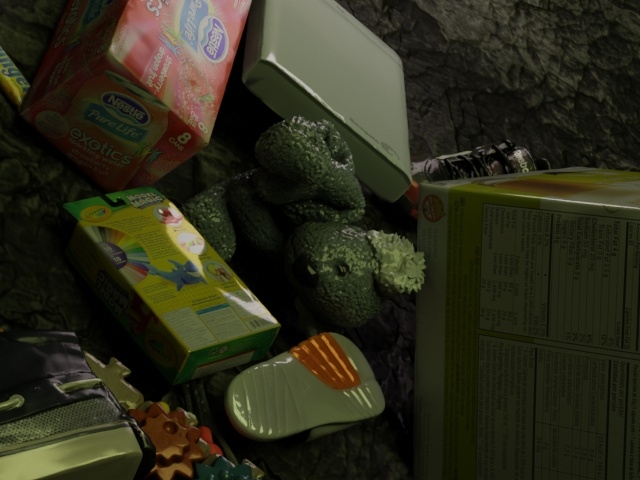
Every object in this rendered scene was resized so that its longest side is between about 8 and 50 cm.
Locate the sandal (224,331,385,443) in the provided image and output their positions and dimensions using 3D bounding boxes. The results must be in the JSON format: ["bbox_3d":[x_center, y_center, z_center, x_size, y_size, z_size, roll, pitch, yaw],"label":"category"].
[{"bbox_3d":[-0.033,0.161,1.892,0.265,0.076,0.102,-7,68,-55],"label":"sandal"}]

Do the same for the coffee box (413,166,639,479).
[{"bbox_3d":[0.331,0.104,2.019,0.338,0.334,0.338,-9,103,-51],"label":"coffee box"}]

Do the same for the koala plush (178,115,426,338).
[{"bbox_3d":[0.000,0.000,1.987,0.221,0.196,0.203,54,24,10],"label":"koala plush"}]

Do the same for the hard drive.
[{"bbox_3d":[0.010,-0.206,2.220,0.233,0.047,0.353,39,23,-18],"label":"hard drive"}]

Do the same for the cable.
[{"bbox_3d":[-0.123,0.155,1.798,0.139,0.072,0.287,26,43,-19],"label":"cable"}]

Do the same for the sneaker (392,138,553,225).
[{"bbox_3d":[0.195,-0.075,2.311,0.276,0.135,0.097,7,57,-44],"label":"sneaker"}]

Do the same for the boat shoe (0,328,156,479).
[{"bbox_3d":[-0.317,0.172,1.520,0.340,0.127,0.158,-8,50,-36],"label":"boat shoe"}]

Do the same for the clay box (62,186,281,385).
[{"bbox_3d":[-0.157,0.040,1.836,0.127,0.053,0.222,-13,51,-44],"label":"clay box"}]

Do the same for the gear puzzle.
[{"bbox_3d":[-0.200,0.176,1.654,0.339,0.044,0.175,37,49,6],"label":"gear puzzle"}]

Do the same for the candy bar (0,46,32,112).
[{"bbox_3d":[-0.344,-0.196,1.915,0.161,0.018,0.040,53,35,1],"label":"candy bar"}]

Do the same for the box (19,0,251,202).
[{"bbox_3d":[-0.189,-0.207,1.979,0.154,0.142,0.300,44,35,-24],"label":"box"}]
